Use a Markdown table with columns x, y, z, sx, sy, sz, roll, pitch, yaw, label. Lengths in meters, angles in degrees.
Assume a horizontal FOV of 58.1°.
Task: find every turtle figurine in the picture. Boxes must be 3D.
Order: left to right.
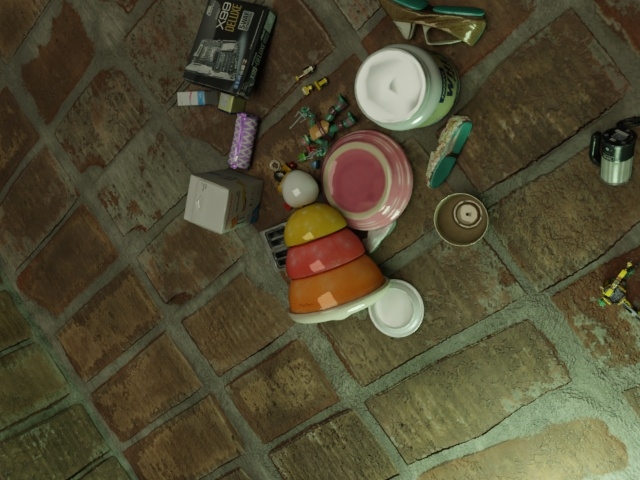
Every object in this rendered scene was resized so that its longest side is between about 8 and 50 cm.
| x | y | z | sx | sy | sz | roll | pitch | yaw | label |
| --- | --- | --- | --- | --- | --- | --- | --- | --- | --- |
| 0.000 | -0.371 | 1.910 | 0.234 | 0.118 | 0.175 | -33 | 87 | 17 | turtle figurine |

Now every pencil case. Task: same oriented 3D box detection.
| x | y | z | sx | sy | sz | roll | pitch | yaw | label |
| --- | --- | --- | --- | --- | --- | --- | --- | --- | --- |
| -0.280 | -0.358 | 2.071 | 0.087 | 0.088 | 0.205 | 20 | 110 | 19 | pencil case |

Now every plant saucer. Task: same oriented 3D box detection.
| x | y | z | sx | sy | sz | roll | pitch | yaw | label |
| --- | --- | --- | --- | --- | --- | --- | --- | --- | --- |
| 0.133 | -0.195 | 1.883 | 0.333 | 0.084 | 0.331 | 4 | 98 | 31 | plant saucer |

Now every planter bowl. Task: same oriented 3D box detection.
| x | y | z | sx | sy | sz | roll | pitch | yaw | label |
| --- | --- | --- | --- | --- | --- | --- | --- | --- | --- |
| 0.441 | -0.072 | 1.767 | 0.162 | 0.109 | 0.161 | 6 | 105 | 25 | planter bowl |

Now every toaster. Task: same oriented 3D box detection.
| x | y | z | sx | sy | sz | roll | pitch | yaw | label |
| --- | --- | --- | --- | --- | --- | --- | --- | --- | --- |
| -0.110 | 0.014 | 2.065 | 0.186 | 0.110 | 0.167 | -19 | 95 | 29 | toaster |

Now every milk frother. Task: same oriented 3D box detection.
| x | y | z | sx | sy | sz | roll | pitch | yaw | label |
| --- | --- | --- | --- | --- | --- | --- | --- | --- | --- |
| 0.814 | -0.248 | 1.551 | 0.143 | 0.129 | 0.134 | -19 | 132 | 2 | milk frother |

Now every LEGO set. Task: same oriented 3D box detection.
| x | y | z | sx | sy | sz | roll | pitch | yaw | label |
| --- | --- | --- | --- | --- | --- | --- | --- | --- | --- |
| 0.924 | 0.138 | 1.529 | 0.331 | 0.192 | 0.254 | -40 | 83 | 28 | LEGO set |

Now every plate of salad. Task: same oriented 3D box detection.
| x | y | z | sx | sy | sz | roll | pitch | yaw | label |
| --- | --- | --- | --- | --- | --- | --- | --- | --- | --- |
| 0.259 | 0.230 | 1.970 | 0.200 | 0.048 | 0.199 | 1 | 92 | 26 | plate of salad |

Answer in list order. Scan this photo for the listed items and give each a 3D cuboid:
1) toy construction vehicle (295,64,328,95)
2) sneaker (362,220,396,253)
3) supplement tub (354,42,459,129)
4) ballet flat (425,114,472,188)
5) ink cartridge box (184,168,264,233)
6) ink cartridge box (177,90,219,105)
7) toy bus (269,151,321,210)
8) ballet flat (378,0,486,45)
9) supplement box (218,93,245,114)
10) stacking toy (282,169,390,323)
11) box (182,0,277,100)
| x | y | z | sx | sy | sz | roll | pitch | yaw | label |
| --- | --- | --- | --- | --- | --- | --- | --- | --- | --- |
| -0.028 | -0.540 | 1.933 | 0.098 | 0.035 | 0.085 | -29 | 100 | 32 | toy construction vehicle |
| 0.194 | -0.025 | 1.936 | 0.061 | 0.054 | 0.152 | 47 | 119 | 12 | sneaker |
| 0.250 | -0.436 | 1.649 | 0.236 | 0.325 | 0.235 | 7 | 106 | 25 | supplement tub |
| 0.385 | -0.276 | 1.773 | 0.077 | 0.091 | 0.240 | 47 | 118 | 44 | ballet flat |
| -0.344 | -0.146 | 2.071 | 0.168 | 0.233 | 0.171 | 21 | 111 | 21 | ink cartridge box |
| -0.449 | -0.521 | 2.113 | 0.123 | 0.089 | 0.052 | 4 | 104 | 26 | ink cartridge box |
| -0.100 | -0.199 | 2.010 | 0.202 | 0.104 | 0.190 | -8 | 98 | 28 | toy bus |
| 0.314 | -0.647 | 1.703 | 0.343 | 0.116 | 0.124 | 20 | 130 | 17 | ballet flat |
| -0.312 | -0.497 | 2.053 | 0.056 | 0.083 | 0.083 | 24 | 112 | 20 | supplement box |
| 0.000 | 0.000 | 1.861 | 0.351 | 0.351 | 0.479 | -14 | 98 | 29 | stacking toy |
| -0.311 | -0.660 | 1.970 | 0.243 | 0.076 | 0.307 | 21 | 94 | 21 | box |
